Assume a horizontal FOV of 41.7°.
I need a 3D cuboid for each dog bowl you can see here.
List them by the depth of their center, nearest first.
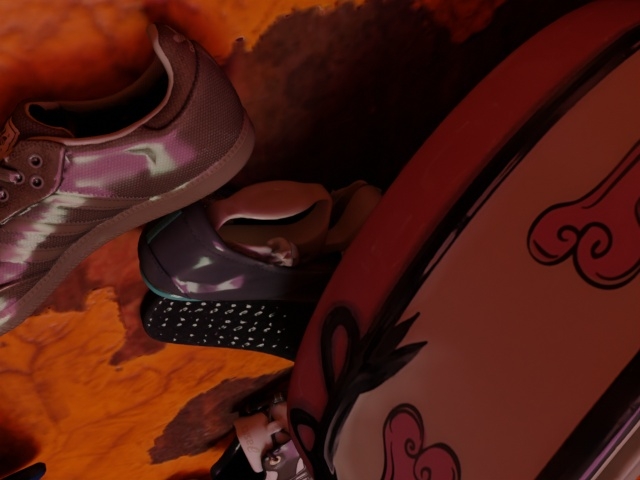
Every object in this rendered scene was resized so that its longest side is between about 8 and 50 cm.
[{"bbox_3d":[0.150,0.045,0.488,0.408,0.150,0.408,-36,151,-24],"label":"dog bowl"}]

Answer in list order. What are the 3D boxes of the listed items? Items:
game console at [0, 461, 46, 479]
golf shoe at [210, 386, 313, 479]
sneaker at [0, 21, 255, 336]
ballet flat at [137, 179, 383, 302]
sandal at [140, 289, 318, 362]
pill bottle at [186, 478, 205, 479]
[{"bbox_3d":[-0.326,0.139,0.428,0.293,0.173,0.250,-25,117,-10],"label":"game console"},{"bbox_3d":[-0.012,0.143,0.645,0.093,0.077,0.198,4,133,-42],"label":"golf shoe"},{"bbox_3d":[-0.121,-0.023,0.351,0.188,0.066,0.071,-34,132,-4],"label":"sneaker"},{"bbox_3d":[0.000,0.000,0.463,0.203,0.074,0.074,3,135,-39],"label":"ballet flat"},{"bbox_3d":[-0.027,0.043,0.536,0.179,0.040,0.067,12,125,-29],"label":"sandal"},{"bbox_3d":[-0.100,0.229,0.723,0.043,0.043,0.083,-39,148,13],"label":"pill bottle"}]
